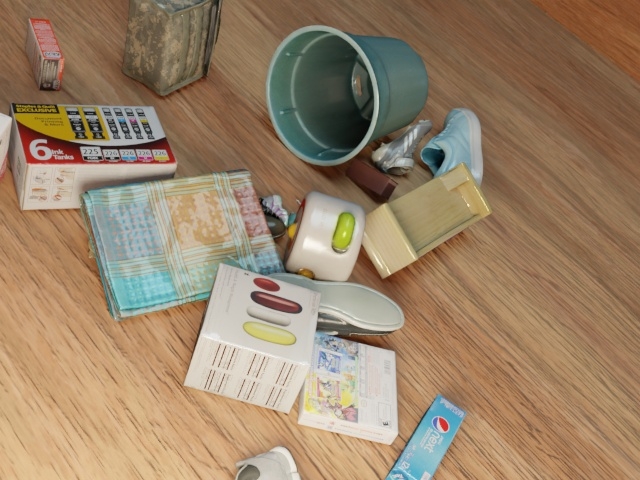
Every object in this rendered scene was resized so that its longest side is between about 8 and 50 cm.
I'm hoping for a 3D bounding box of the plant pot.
[{"bbox_3d":[0.091,-0.390,2.202,0.341,0.341,0.334,41,34,19],"label":"plant pot"}]

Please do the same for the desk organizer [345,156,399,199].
[{"bbox_3d":[0.129,-0.156,2.152,0.130,0.050,0.047,34,4,35],"label":"desk organizer"}]

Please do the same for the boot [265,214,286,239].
[{"bbox_3d":[-0.172,-0.066,1.853,0.219,0.106,0.082,10,43,-13],"label":"boot"}]

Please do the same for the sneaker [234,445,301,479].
[{"bbox_3d":[-0.081,0.442,1.374,0.132,0.086,0.229,-6,38,-25],"label":"sneaker"}]

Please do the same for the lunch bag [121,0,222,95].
[{"bbox_3d":[-0.352,-0.537,2.185,0.169,0.235,0.287,31,40,17],"label":"lunch bag"}]

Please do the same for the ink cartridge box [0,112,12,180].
[{"bbox_3d":[-0.679,-0.134,1.635,0.092,0.159,0.218,19,40,-8],"label":"ink cartridge box"}]

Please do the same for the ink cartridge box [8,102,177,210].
[{"bbox_3d":[-0.501,-0.204,1.827,0.309,0.130,0.272,-4,46,-29],"label":"ink cartridge box"}]

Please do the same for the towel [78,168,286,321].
[{"bbox_3d":[-0.271,-0.006,1.703,0.370,0.040,0.271,-12,73,-29],"label":"towel"}]

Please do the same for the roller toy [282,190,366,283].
[{"bbox_3d":[0.000,0.000,1.808,0.146,0.209,0.191,17,27,-7],"label":"roller toy"}]

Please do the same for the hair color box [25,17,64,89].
[{"bbox_3d":[-0.662,-0.447,2.042,0.053,0.093,0.167,-4,48,-30],"label":"hair color box"}]

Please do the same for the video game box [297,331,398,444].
[{"bbox_3d":[0.053,0.280,1.636,0.187,0.048,0.205,17,40,-12],"label":"video game box"}]

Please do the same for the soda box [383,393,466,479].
[{"bbox_3d":[0.195,0.383,1.574,0.067,0.071,0.210,34,40,10],"label":"soda box"}]

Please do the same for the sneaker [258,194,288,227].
[{"bbox_3d":[-0.116,-0.064,1.943,0.069,0.038,0.098,-4,43,-23],"label":"sneaker"}]

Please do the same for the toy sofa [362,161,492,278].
[{"bbox_3d":[0.231,-0.043,2.030,0.362,0.177,0.150,-28,87,-44],"label":"toy sofa"}]

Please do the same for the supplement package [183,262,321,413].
[{"bbox_3d":[-0.123,0.180,1.578,0.203,0.149,0.194,17,40,-8],"label":"supplement package"}]

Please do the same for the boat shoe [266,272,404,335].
[{"bbox_3d":[0.018,0.143,1.734,0.302,0.091,0.114,17,40,-8],"label":"boat shoe"}]

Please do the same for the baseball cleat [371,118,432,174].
[{"bbox_3d":[0.235,-0.240,2.266,0.206,0.072,0.109,-33,72,-16],"label":"baseball cleat"}]

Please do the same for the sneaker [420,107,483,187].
[{"bbox_3d":[0.348,-0.260,2.316,0.150,0.135,0.366,14,37,-10],"label":"sneaker"}]

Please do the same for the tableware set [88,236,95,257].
[{"bbox_3d":[-0.379,0.032,1.714,0.168,0.020,0.141,-11,49,-34],"label":"tableware set"}]

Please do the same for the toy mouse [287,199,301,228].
[{"bbox_3d":[-0.024,-0.031,1.952,0.161,0.031,0.143,35,41,12],"label":"toy mouse"}]
